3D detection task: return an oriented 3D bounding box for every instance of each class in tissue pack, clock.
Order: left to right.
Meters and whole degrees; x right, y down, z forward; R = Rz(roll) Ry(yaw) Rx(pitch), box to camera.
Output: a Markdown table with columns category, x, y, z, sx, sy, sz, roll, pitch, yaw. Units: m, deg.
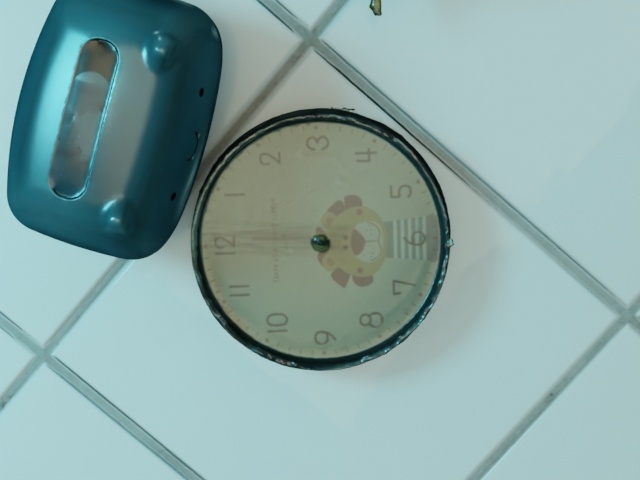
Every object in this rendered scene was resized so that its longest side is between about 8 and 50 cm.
| category | x | y | z | sx | sy | sz | roll | pitch | yaw |
| --- | --- | --- | --- | --- | --- | --- | --- | --- | --- |
| tissue pack | -0.221 | -0.129 | 1.063 | 0.198 | 0.206 | 0.287 | 18 | 97 | 0 |
| clock | 0.001 | 0.000 | 1.148 | 0.313 | 0.061 | 0.312 | 0 | 98 | 0 |

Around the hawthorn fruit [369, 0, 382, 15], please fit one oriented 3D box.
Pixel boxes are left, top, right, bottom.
| category | x | y | z | sx | sy | sz | roll | pitch | yaw |
| --- | --- | --- | --- | --- | --- | --- | --- | --- | --- |
| hawthorn fruit | 0.063 | -0.352 | 1.039 | 0.197 | 0.196 | 0.225 | 1 | 107 | 1 |
